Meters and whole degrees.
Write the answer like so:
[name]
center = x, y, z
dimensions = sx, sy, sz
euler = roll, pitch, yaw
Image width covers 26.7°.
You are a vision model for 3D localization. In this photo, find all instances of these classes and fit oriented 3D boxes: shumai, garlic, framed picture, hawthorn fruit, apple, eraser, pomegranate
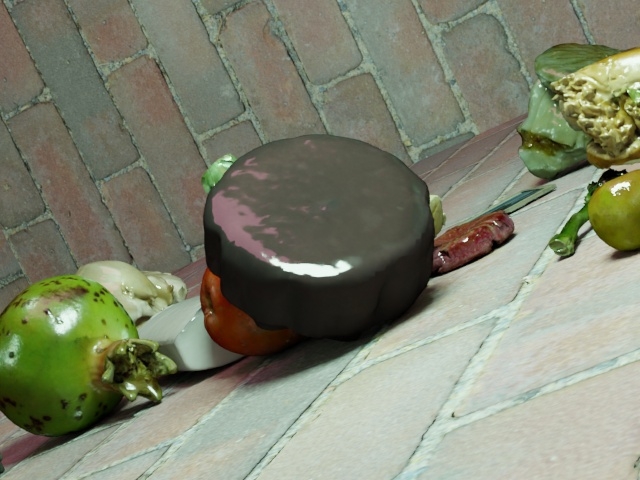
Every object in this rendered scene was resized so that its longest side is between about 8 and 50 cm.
[shumai]
center = 0.453, -0.188, 2.120
dimensions = 0.272, 0.203, 0.222
euler = 17, 29, 25
[garlic]
center = -0.343, 0.134, 2.420
dimensions = 0.203, 0.184, 0.281
euler = 3, -6, 19
[framed picture]
center = 0.276, -0.047, 2.056
dimensions = 0.149, 0.011, 0.109
euler = -28, 6, -19
[hawthorn fruit]
center = -0.079, 0.070, 1.776
dimensions = 0.173, 0.173, 0.173
euler = -26, 5, 2
[apple]
center = 0.315, -0.032, 1.363
dimensions = 0.089, 0.074, 0.089
euler = -25, 3, 1
[eraser]
center = -0.170, 0.131, 1.973
dimensions = 0.174, 0.095, 0.270
euler = -28, 6, -23
[pomegranate]
center = -0.351, 0.179, 1.892
dimensions = 0.231, 0.231, 0.286
euler = -27, 33, -18

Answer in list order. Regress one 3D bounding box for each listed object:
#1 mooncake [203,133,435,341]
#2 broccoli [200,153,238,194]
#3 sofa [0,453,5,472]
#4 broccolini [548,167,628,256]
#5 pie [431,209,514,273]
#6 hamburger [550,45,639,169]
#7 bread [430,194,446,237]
[mooncake]
center = 0.000, 0.000, 1.638
dimensions = 0.283, 0.141, 0.283
euler = 0, 42, 0
[broccoli]
center = -0.080, -0.016, 2.129
dimensions = 0.270, 0.270, 0.270
euler = -42, -10, -9
[sofa]
center = -0.511, 0.335, 1.858
dimensions = 0.147, 0.060, 0.085
euler = -29, 23, -28
[broccolini]
center = 0.321, -0.026, 1.586
dimensions = 0.057, 0.071, 0.254
euler = 19, 29, 15
[pie]
center = 0.189, 0.004, 1.809
dimensions = 0.153, 0.038, 0.153
euler = -26, 7, 3
[hamburger]
center = 0.417, -0.163, 1.647
dimensions = 0.286, 0.146, 0.243
euler = -11, -6, -11
[bread]
center = 0.071, -0.006, 1.799
dimensions = 0.178, 0.139, 0.060
euler = 14, -12, 41
